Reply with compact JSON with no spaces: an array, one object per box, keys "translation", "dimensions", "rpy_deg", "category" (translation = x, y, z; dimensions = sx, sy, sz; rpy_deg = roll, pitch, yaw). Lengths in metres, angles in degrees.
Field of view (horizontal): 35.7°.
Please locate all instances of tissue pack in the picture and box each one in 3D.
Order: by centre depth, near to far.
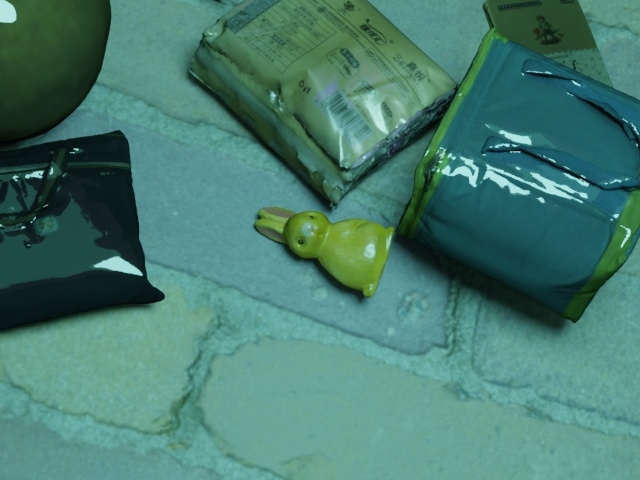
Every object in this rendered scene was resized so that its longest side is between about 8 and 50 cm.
[{"translation":[0.005,-0.198,1.185],"dimensions":[0.215,0.123,0.256],"rpy_deg":[-40,80,-25],"category":"tissue pack"}]

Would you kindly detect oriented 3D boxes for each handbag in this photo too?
[{"translation":[-0.313,-0.010,1.061],"dimensions":[0.254,0.088,0.211],"rpy_deg":[-11,75,-16],"category":"handbag"},{"translation":[0.240,-0.070,1.123],"dimensions":[0.241,0.222,0.263],"rpy_deg":[27,64,7],"category":"handbag"}]

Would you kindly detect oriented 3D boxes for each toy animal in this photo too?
[{"translation":[-0.001,0.002,1.130],"dimensions":[0.159,0.070,0.083],"rpy_deg":[21,66,4],"category":"toy animal"}]

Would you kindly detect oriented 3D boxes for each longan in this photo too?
[{"translation":[-0.353,-0.230,1.064],"dimensions":[0.258,0.258,0.258],"rpy_deg":[4,66,-9],"category":"longan"}]

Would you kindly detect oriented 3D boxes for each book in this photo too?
[{"translation":[0.307,-0.241,1.318],"dimensions":[0.139,0.016,0.198],"rpy_deg":[-9,69,-15],"category":"book"}]
